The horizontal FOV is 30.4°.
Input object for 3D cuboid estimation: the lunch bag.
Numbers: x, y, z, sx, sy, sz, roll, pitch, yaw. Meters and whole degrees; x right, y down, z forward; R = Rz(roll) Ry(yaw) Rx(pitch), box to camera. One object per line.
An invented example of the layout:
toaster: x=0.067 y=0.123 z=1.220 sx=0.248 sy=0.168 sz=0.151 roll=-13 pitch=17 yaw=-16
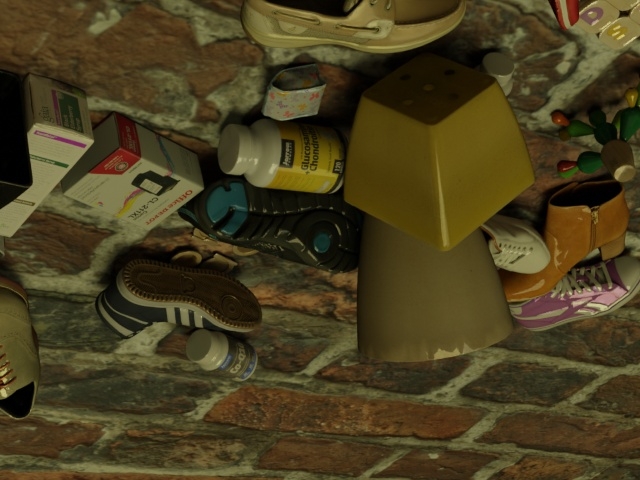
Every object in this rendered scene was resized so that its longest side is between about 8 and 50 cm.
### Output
lunch bag: x=-0.042 y=-0.213 z=1.695 sx=0.083 sy=0.053 sz=0.071 roll=-15 pitch=151 yaw=-20

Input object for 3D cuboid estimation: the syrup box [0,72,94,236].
syrup box: x=-0.417 y=-0.114 z=1.635 sx=0.096 sy=0.093 sz=0.237 roll=16 pitch=135 yaw=-40

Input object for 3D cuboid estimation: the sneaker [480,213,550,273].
sneaker: x=0.298 y=0.015 z=2.077 sx=0.290 sy=0.123 sz=0.106 roll=26 pitch=129 yaw=-30

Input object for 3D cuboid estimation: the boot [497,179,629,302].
boot: x=0.432 y=-0.007 z=2.198 sx=0.295 sy=0.104 sz=0.211 roll=-23 pitch=141 yaw=4

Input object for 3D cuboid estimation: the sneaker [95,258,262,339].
sneaker: x=-0.250 y=0.117 z=2.036 sx=0.282 sy=0.099 sz=0.153 roll=18 pitch=142 yaw=-33

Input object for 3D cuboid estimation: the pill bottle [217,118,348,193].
pill bottle: x=-0.056 y=-0.128 z=1.770 sx=0.184 sy=0.103 sz=0.103 roll=4 pitch=142 yaw=-30

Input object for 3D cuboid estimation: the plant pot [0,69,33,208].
plant pot: x=-0.498 y=-0.115 z=1.516 sx=0.188 sy=0.187 sz=0.167 roll=11 pitch=142 yaw=-36

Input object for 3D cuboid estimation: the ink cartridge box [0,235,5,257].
ink cartridge box: x=-0.667 y=-0.011 z=1.706 sx=0.304 sy=0.072 sz=0.307 roll=-22 pitch=149 yaw=8

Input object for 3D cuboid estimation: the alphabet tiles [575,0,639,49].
alphabet tiles: x=0.508 y=-0.386 z=1.712 sx=0.284 sy=0.021 sz=0.278 roll=-37 pitch=142 yaw=30

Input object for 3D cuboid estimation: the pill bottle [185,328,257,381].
pill bottle: x=-0.190 y=0.218 z=2.259 sx=0.078 sy=0.078 sz=0.137 roll=-32 pitch=145 yaw=22

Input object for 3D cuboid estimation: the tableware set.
tableware set: x=-0.179 y=0.018 z=2.015 sx=0.141 sy=0.020 sz=0.169 roll=15 pitch=136 yaw=-40

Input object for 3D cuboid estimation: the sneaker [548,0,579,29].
sneaker: x=0.363 y=-0.381 z=1.593 sx=0.128 sy=0.087 sz=0.221 roll=-20 pitch=149 yaw=7

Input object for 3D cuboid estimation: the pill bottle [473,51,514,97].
pill bottle: x=0.253 y=-0.227 z=1.793 sx=0.067 sy=0.067 sz=0.120 roll=-6 pitch=146 yaw=-17

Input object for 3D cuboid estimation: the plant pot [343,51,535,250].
plant pot: x=0.166 y=-0.147 z=1.715 sx=0.212 sy=0.212 sz=0.187 roll=-36 pitch=136 yaw=-28

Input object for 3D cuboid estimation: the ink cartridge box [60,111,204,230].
ink cartridge box: x=-0.278 y=-0.099 z=1.742 sx=0.127 sy=0.072 sz=0.175 roll=-35 pitch=143 yaw=25

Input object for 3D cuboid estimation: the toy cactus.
toy cactus: x=0.462 y=-0.167 z=1.891 sx=0.219 sy=0.180 sz=0.112 roll=-39 pitch=122 yaw=23

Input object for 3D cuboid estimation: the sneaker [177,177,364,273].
sneaker: x=-0.070 y=-0.035 z=1.894 sx=0.341 sy=0.125 sz=0.140 roll=19 pitch=174 yaw=-35

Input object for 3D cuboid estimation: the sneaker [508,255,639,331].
sneaker: x=0.508 y=0.092 z=2.369 sx=0.282 sy=0.102 sz=0.161 roll=-26 pitch=143 yaw=15

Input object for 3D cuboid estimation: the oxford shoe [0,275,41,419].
oxford shoe: x=-0.532 y=0.178 z=1.950 sx=0.141 sy=0.146 sz=0.397 roll=-17 pitch=154 yaw=-4

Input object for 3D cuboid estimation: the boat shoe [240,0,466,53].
boat shoe: x=0.050 y=-0.310 z=1.524 sx=0.302 sy=0.109 sz=0.098 roll=-3 pitch=163 yaw=-11

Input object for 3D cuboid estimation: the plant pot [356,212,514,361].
plant pot: x=0.162 y=0.024 z=1.892 sx=0.257 sy=0.274 sz=0.256 roll=-10 pitch=-169 yaw=2
